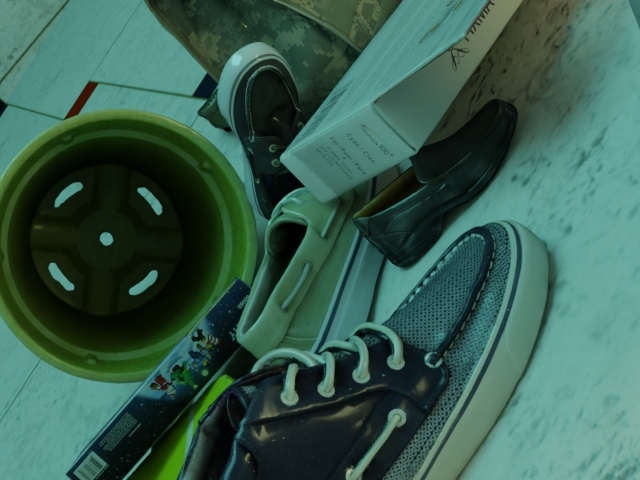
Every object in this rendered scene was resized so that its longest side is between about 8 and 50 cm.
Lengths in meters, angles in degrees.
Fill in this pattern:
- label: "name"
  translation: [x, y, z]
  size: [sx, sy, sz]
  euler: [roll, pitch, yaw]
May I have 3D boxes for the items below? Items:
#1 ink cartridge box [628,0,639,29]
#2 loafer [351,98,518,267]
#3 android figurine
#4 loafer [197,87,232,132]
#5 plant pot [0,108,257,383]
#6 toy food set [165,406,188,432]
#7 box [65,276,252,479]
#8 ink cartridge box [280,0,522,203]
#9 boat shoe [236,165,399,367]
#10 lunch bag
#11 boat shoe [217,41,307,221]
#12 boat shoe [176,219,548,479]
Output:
- label: "ink cartridge box"
  translation: [0.272, -0.202, 0.969]
  size: [0.130, 0.271, 0.309]
  euler: [-25, 27, 3]
- label: "loafer"
  translation: [0.097, -0.056, 1.298]
  size: [0.170, 0.061, 0.062]
  euler: [-51, 21, 10]
- label: "android figurine"
  translation: [-0.115, 0.228, 1.345]
  size: [0.273, 0.056, 0.248]
  euler: [-48, 22, 25]
- label: "loafer"
  translation: [-0.120, -0.162, 1.923]
  size: [0.056, 0.050, 0.148]
  euler: [-49, 7, 8]
- label: "plant pot"
  translation: [-0.223, 0.003, 1.666]
  size: [0.276, 0.276, 0.254]
  euler: [-58, 10, -5]
- label: "toy food set"
  translation: [-0.156, 0.165, 1.568]
  size: [0.083, 0.020, 0.082]
  euler: [-33, 30, 44]
- label: "box"
  translation: [-0.138, 0.134, 1.437]
  size: [0.233, 0.044, 0.159]
  euler: [-49, 2, -3]
- label: "ink cartridge box"
  translation: [0.121, -0.184, 1.336]
  size: [0.261, 0.066, 0.296]
  euler: [-29, 20, 50]
- label: "boat shoe"
  translation: [0.000, 0.000, 1.376]
  size: [0.109, 0.094, 0.302]
  euler: [-39, 26, 36]
- label: "lunch bag"
  translation: [-0.037, -0.252, 1.555]
  size: [0.169, 0.287, 0.235]
  euler: [-41, 25, 34]
- label: "boat shoe"
  translation: [-0.040, -0.087, 1.470]
  size: [0.080, 0.228, 0.076]
  euler: [-30, 53, -21]
- label: "boat shoe"
  translation: [0.026, 0.105, 1.086]
  size: [0.340, 0.158, 0.127]
  euler: [-62, 23, -14]
